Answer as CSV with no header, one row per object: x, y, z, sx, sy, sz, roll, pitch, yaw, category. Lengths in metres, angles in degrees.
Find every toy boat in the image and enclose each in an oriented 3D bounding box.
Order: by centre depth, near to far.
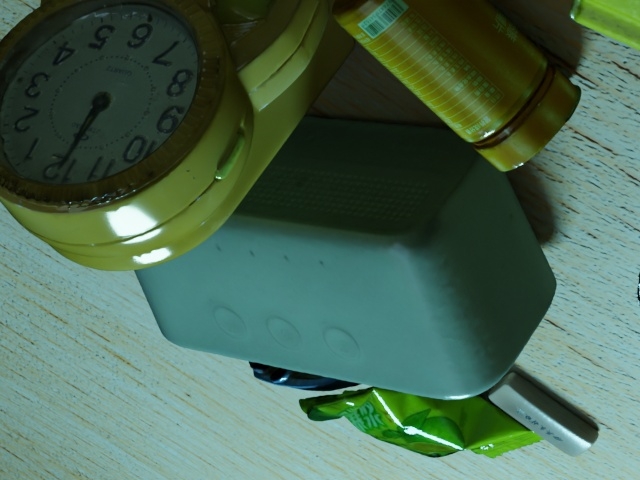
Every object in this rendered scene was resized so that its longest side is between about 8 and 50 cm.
-0.002,0.104,2.023,0.097,0.100,0.223,25,159,-31,toy boat

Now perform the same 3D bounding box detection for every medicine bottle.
0.107,-0.150,1.537,0.192,0.096,0.096,41,150,-15,medicine bottle

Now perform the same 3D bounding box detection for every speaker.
0.000,0.000,1.790,0.406,0.183,0.184,8,137,38,speaker

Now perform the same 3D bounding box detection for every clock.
-0.141,-0.123,1.602,0.244,0.317,0.200,13,152,30,clock

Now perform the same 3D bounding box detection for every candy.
0.109,0.185,2.051,0.246,0.069,0.149,19,163,-16,candy

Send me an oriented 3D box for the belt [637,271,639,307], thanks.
0.324,0.033,1.645,0.105,0.058,0.140,18,144,14,belt

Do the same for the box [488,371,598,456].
0.229,0.180,1.991,0.115,0.025,0.048,35,152,-6,box

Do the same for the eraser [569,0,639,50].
0.288,-0.179,1.347,0.226,0.069,0.158,26,151,12,eraser
